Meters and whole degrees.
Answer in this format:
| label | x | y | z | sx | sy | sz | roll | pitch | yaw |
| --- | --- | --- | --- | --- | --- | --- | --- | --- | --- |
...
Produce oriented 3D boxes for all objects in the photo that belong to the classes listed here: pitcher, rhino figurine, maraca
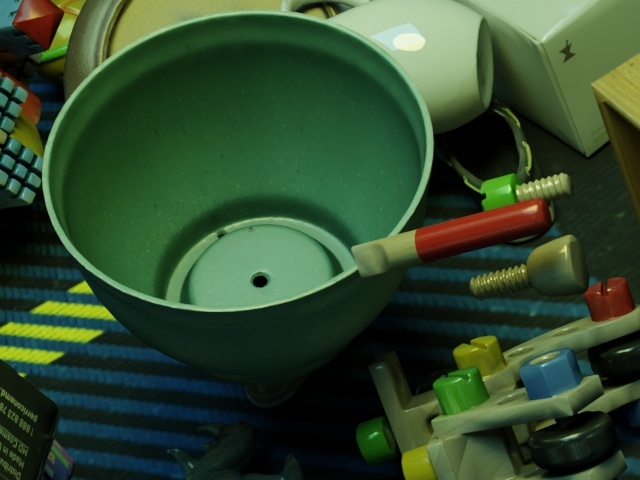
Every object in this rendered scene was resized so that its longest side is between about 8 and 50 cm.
| label | x | y | z | sx | sy | sz | roll | pitch | yaw |
| --- | --- | --- | --- | --- | --- | --- | --- | --- | --- |
| pitcher | 0.049 | -0.173 | 1.621 | 0.207 | 0.125 | 0.178 | 0 | 49 | 16 |
| rhino figurine | -0.056 | 0.215 | 1.433 | 0.106 | 0.073 | 0.243 | -29 | 38 | -7 |
| maraca | -0.266 | -0.226 | 2.000 | 0.127 | 0.099 | 0.186 | -18 | 15 | 4 |

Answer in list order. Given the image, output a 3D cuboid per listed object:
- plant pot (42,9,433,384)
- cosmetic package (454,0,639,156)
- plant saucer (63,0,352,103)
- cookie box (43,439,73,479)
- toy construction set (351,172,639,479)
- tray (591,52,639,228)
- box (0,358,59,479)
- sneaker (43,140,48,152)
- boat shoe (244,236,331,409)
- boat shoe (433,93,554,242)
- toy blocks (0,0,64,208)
| label | x | y | z | sx | sy | sz | roll | pitch | yaw |
| --- | --- | --- | --- | --- | --- | --- | --- | --- | --- |
| plant pot | -0.054 | -0.010 | 1.424 | 0.293 | 0.196 | 0.293 | -3 | 53 | 4 |
| cosmetic package | 0.193 | -0.255 | 1.724 | 0.197 | 0.155 | 0.365 | -36 | 41 | -9 |
| plant saucer | -0.091 | -0.163 | 1.718 | 0.310 | 0.050 | 0.311 | 0 | 78 | 0 |
| cookie box | -0.283 | 0.189 | 1.570 | 0.107 | 0.092 | 0.040 | -10 | 48 | 20 |
| toy construction set | 0.105 | 0.106 | 1.302 | 0.237 | 0.309 | 0.257 | -14 | 34 | 23 |
| tray | 0.355 | 0.034 | 1.292 | 0.076 | 0.203 | 0.411 | -33 | 40 | -7 |
| box | -0.515 | 0.284 | 1.381 | 0.480 | 0.297 | 0.472 | -3 | 60 | 26 |
| sneaker | -0.107 | -0.090 | 1.779 | 0.319 | 0.112 | 0.131 | -24 | 61 | 4 |
| boat shoe | 0.002 | 0.001 | 1.606 | 0.118 | 0.103 | 0.320 | 12 | 51 | 16 |
| boat shoe | 0.148 | -0.092 | 1.643 | 0.081 | 0.069 | 0.228 | -27 | 40 | 1 |
| toy blocks | -0.370 | -0.092 | 1.795 | 0.261 | 0.190 | 0.381 | -6 | 56 | 46 |
